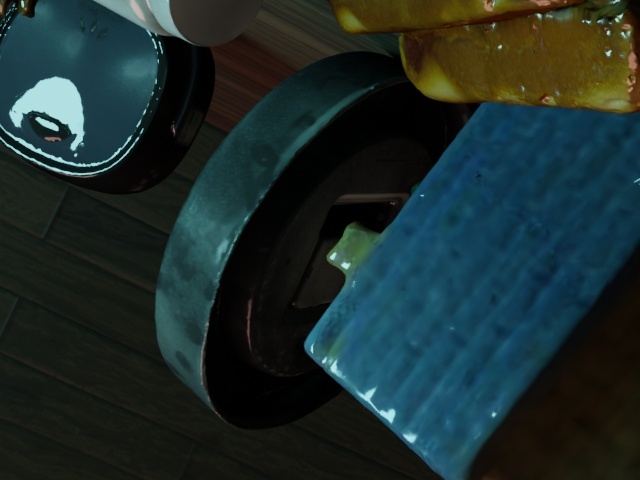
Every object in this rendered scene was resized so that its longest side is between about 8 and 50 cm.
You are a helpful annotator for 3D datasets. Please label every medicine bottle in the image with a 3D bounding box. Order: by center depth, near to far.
[{"bbox_3d":[-0.129,-0.217,1.413,0.103,0.102,0.187,28,-178,-44],"label":"medicine bottle"}]

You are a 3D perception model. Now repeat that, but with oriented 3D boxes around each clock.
[{"bbox_3d":[0.000,0.000,1.750,0.076,0.386,0.386,33,-178,30],"label":"clock"}]

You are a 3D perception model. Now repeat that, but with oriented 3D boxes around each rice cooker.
[{"bbox_3d":[-0.252,-0.183,2.131,0.267,0.267,0.224,26,-175,11],"label":"rice cooker"}]

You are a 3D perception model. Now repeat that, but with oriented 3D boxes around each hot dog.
[{"bbox_3d":[0.098,-0.136,0.991,0.135,0.100,0.337,35,175,-15],"label":"hot dog"}]

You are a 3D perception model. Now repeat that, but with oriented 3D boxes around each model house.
[{"bbox_3d":[0.197,0.027,1.391,0.343,0.334,0.382,36,-178,-5],"label":"model house"}]

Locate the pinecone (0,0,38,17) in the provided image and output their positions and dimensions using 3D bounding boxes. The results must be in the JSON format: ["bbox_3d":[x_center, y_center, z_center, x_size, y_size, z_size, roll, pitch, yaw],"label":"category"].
[{"bbox_3d":[-0.237,-0.246,1.316,0.212,0.168,0.185,15,-152,5],"label":"pinecone"}]
